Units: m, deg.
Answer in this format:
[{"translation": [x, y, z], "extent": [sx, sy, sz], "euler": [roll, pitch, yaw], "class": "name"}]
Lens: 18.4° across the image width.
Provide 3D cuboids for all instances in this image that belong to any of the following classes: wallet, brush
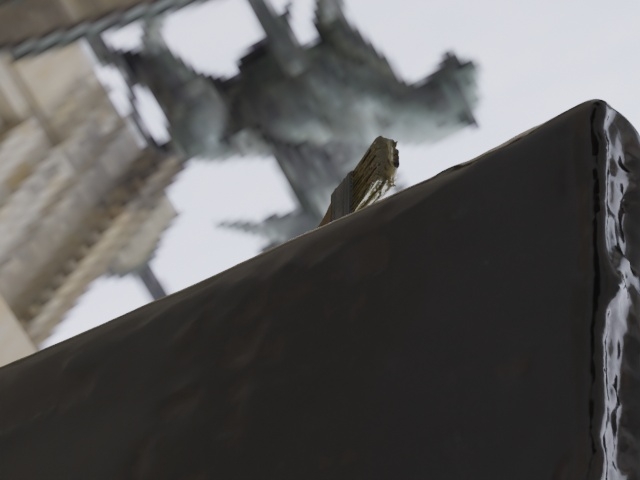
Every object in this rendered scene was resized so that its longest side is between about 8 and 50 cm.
[{"translation": [-0.032, 0.072, 0.627], "extent": [0.309, 0.042, 0.165], "euler": [-23, -138, 32], "class": "wallet"}, {"translation": [0.000, 0.000, 1.205], "extent": [0.170, 0.014, 0.043], "euler": [-50, -153, 42], "class": "brush"}]
